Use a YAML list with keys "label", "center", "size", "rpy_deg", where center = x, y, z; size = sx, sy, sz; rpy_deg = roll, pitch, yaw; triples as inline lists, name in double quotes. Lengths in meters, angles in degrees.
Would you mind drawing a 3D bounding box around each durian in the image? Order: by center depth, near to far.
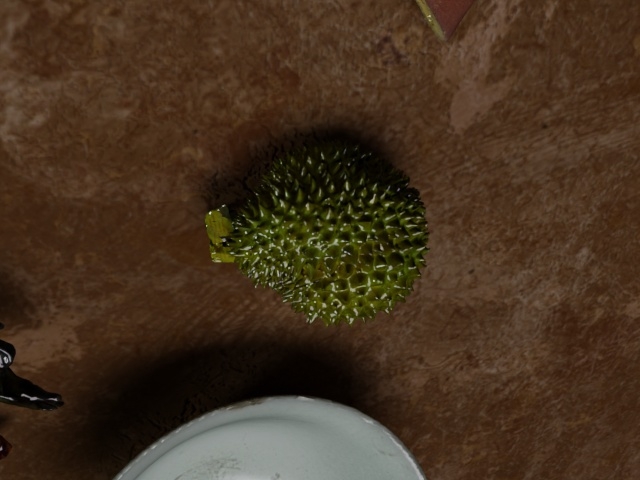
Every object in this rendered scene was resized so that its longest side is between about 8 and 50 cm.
- label: "durian"
  center: [0.011, -0.006, 0.828]
  size: [0.198, 0.146, 0.159]
  rpy_deg: [18, 120, -36]

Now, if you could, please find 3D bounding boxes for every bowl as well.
- label: "bowl"
  center: [-0.097, 0.356, 1.035]
  size: [0.434, 0.196, 0.435]
  rpy_deg: [-4, 99, -23]

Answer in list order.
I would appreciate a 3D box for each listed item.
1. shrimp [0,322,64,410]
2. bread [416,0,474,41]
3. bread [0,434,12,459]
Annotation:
- label: "shrimp"
  center: [-0.440, 0.134, 0.760]
  size: [0.444, 0.085, 0.272]
  rpy_deg: [8, 103, -17]
- label: "bread"
  center: [0.102, -0.248, 0.699]
  size: [0.119, 0.067, 0.192]
  rpy_deg: [9, 128, -37]
- label: "bread"
  center: [-0.444, 0.211, 0.896]
  size: [0.268, 0.095, 0.139]
  rpy_deg: [21, 116, -45]
